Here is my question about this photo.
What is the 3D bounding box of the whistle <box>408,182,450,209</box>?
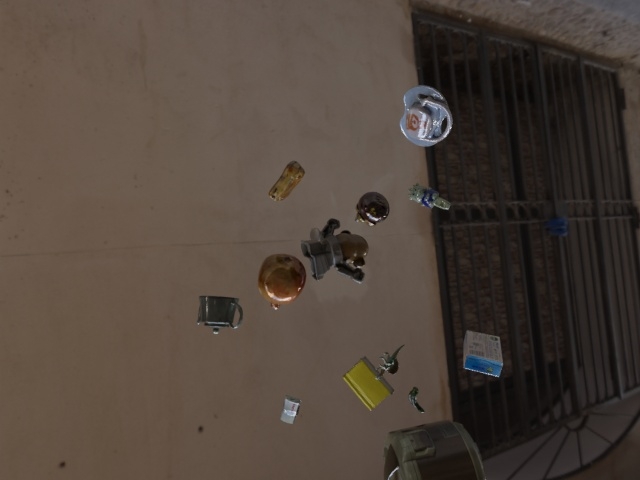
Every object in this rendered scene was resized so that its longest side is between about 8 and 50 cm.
[{"bbox_3d":[0.587,-0.232,2.269,0.245,0.110,0.092,29,-166,22],"label":"whistle"}]

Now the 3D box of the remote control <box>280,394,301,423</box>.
[{"bbox_3d":[-0.117,0.658,1.619,0.065,0.166,0.029,18,-139,5],"label":"remote control"}]

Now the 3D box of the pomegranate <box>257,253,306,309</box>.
[{"bbox_3d":[-0.190,0.202,2.012,0.229,0.270,0.252,9,-159,-12],"label":"pomegranate"}]

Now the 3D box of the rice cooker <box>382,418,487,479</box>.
[{"bbox_3d":[0.387,0.827,1.491,0.326,0.334,0.335,-8,178,-6],"label":"rice cooker"}]

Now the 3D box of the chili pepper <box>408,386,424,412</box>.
[{"bbox_3d":[0.409,0.693,1.807,0.056,0.117,0.035,-15,-179,35],"label":"chili pepper"}]

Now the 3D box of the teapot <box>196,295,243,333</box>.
[{"bbox_3d":[-0.408,0.302,1.682,0.240,0.148,0.162,-3,166,29],"label":"teapot"}]

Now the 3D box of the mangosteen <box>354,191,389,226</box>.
[{"bbox_3d":[0.287,-0.172,2.405,0.192,0.192,0.217,-2,146,-44],"label":"mangosteen"}]

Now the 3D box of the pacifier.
[{"bbox_3d":[0.461,-0.535,1.759,0.228,0.207,0.278,25,145,19],"label":"pacifier"}]

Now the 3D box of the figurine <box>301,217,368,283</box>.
[{"bbox_3d":[0.080,0.051,1.881,0.285,0.342,0.167,-16,170,-17],"label":"figurine"}]

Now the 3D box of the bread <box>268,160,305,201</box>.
[{"bbox_3d":[-0.160,-0.296,2.082,0.099,0.210,0.235,35,-164,-7],"label":"bread"}]

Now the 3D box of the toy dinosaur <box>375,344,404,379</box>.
[{"bbox_3d":[0.327,0.569,1.934,0.188,0.106,0.044,-23,-179,-16],"label":"toy dinosaur"}]

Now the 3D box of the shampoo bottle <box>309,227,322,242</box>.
[{"bbox_3d":[0.000,0.000,2.305,0.056,0.086,0.227,-6,163,15],"label":"shampoo bottle"}]

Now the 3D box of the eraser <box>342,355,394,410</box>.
[{"bbox_3d":[0.234,0.709,2.080,0.158,0.226,0.069,-48,162,21],"label":"eraser"}]

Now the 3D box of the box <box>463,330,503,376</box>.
[{"bbox_3d":[0.674,0.466,1.741,0.140,0.073,0.194,11,-158,16],"label":"box"}]
